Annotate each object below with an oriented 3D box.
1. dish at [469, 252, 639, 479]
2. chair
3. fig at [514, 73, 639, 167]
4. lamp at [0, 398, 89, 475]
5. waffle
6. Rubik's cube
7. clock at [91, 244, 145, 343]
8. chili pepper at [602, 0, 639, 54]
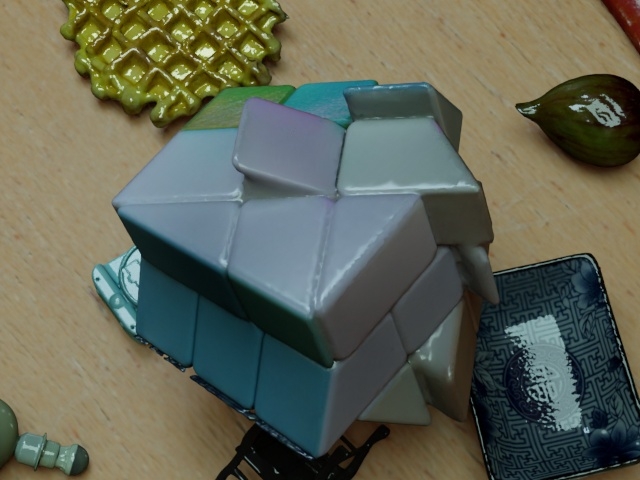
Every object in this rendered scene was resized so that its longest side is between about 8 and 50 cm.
[{"bbox_3d":[0.242,0.151,1.642,0.182,0.080,0.243,-12,70,-3],"label":"dish"},{"bbox_3d":[-0.047,0.260,1.618,0.106,0.113,0.229,44,114,16],"label":"chair"},{"bbox_3d":[0.302,-0.142,1.739,0.155,0.103,0.109,1,47,-7],"label":"fig"},{"bbox_3d":[-0.333,0.223,1.641,0.163,0.091,0.091,15,70,-9],"label":"lamp"},{"bbox_3d":[-0.178,-0.276,1.828,0.283,0.065,0.309,-2,73,3],"label":"waffle"},{"bbox_3d":[0.000,0.000,1.515,0.387,0.358,0.368,31,66,32],"label":"Rubik's cube"},{"bbox_3d":[-0.179,0.040,1.717,0.147,0.045,0.108,-35,74,-11],"label":"clock"},{"bbox_3d":[0.352,-0.322,1.827,0.063,0.071,0.272,-18,70,-47],"label":"chili pepper"}]
